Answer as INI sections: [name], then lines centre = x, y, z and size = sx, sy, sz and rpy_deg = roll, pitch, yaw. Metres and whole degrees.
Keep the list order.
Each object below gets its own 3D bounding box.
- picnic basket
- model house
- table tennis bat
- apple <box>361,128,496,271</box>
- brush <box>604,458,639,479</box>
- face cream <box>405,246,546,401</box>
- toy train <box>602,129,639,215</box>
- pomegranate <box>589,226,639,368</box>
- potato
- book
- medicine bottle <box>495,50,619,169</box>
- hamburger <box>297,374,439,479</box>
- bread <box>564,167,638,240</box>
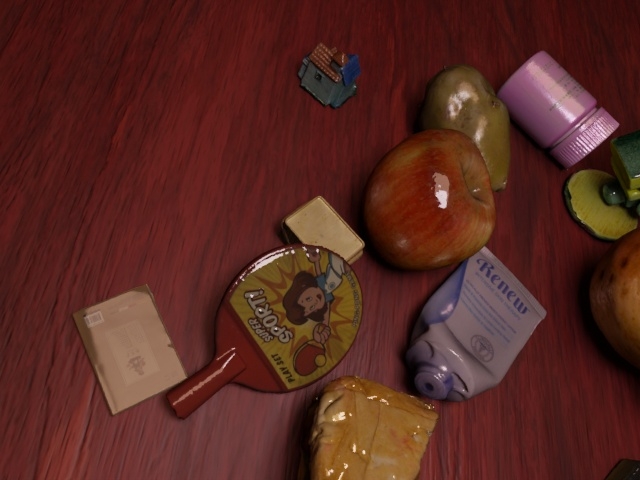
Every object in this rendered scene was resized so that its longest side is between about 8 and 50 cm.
[picnic basket]
centre = 0.000, 0.000, 1.024
size = 0.115, 0.079, 0.164
rpy_deg = -36, 80, -26
[model house]
centre = 0.035, -0.429, 1.189
size = 0.148, 0.149, 0.119
rpy_deg = 43, 61, 3
[table tennis bat]
centre = -0.095, 0.175, 0.897
size = 0.414, 0.051, 0.268
rpy_deg = -35, 104, -18
[apple]
centre = 0.221, -0.075, 1.040
size = 0.301, 0.301, 0.302
rpy_deg = 7, 65, -14
[brush]
centre = 0.628, 0.554, 0.979
size = 0.197, 0.059, 0.123
rpy_deg = -31, 80, -26
[face cream]
centre = 0.332, 0.185, 1.043
size = 0.235, 0.137, 0.420
rpy_deg = 47, 51, 9
[toy train]
centre = 0.928, -0.213, 1.170
size = 0.441, 0.272, 0.179
rpy_deg = -19, 58, 22
[pomegranate]
centre = 0.789, 0.160, 1.042
size = 0.409, 0.410, 0.411
rpy_deg = 7, 65, -14
[potato]
centre = 0.362, -0.269, 1.191
size = 0.202, 0.218, 0.351
rpy_deg = -24, 75, 15
[book]
centre = -0.342, 0.191, 0.870
size = 0.138, 0.016, 0.199
rpy_deg = -22, 74, -25
[medicine bottle]
centre = 0.641, -0.357, 1.325
size = 0.178, 0.178, 0.291
rpy_deg = -39, 82, -27
[hamburger]
centre = 0.057, 0.352, 0.825
size = 0.209, 0.162, 0.330
rpy_deg = 37, 39, 11
[bread]
centre = 0.770, -0.098, 1.331
size = 0.228, 0.033, 0.229
rpy_deg = 7, 63, -13
